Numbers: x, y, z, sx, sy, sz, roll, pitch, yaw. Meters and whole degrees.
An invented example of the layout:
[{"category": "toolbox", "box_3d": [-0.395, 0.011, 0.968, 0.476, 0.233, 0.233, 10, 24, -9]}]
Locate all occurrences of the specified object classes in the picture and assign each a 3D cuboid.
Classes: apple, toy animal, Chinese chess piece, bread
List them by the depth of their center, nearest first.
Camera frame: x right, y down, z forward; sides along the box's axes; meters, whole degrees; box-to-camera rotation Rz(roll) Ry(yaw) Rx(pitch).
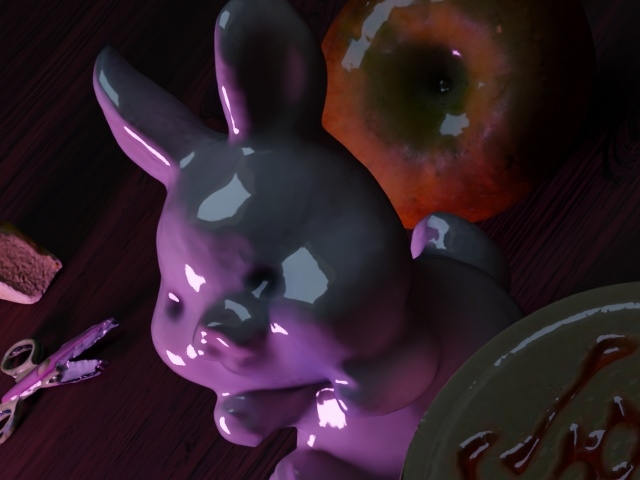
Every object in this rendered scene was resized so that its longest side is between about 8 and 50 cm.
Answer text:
[{"category": "Chinese chess piece", "box_3d": [0.174, 0.144, 1.142, 0.273, 0.102, 0.273, -20, 39, 17]}, {"category": "toy animal", "box_3d": [-0.002, 0.009, 1.321, 0.196, 0.367, 0.241, -19, 34, 39]}, {"category": "apple", "box_3d": [0.102, -0.120, 1.537, 0.235, 0.210, 0.173, -31, -6, 10]}, {"category": "bread", "box_3d": [-0.367, 0.009, 2.095, 0.188, 0.125, 0.068, 5, 65, 57]}]

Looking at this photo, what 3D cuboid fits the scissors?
[{"category": "scissors", "box_3d": [-0.262, 0.128, 1.908, 0.187, 0.020, 0.133, -26, 38, 37]}]
